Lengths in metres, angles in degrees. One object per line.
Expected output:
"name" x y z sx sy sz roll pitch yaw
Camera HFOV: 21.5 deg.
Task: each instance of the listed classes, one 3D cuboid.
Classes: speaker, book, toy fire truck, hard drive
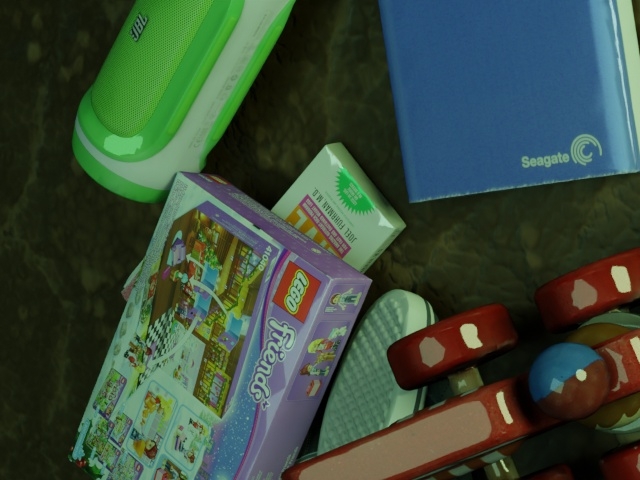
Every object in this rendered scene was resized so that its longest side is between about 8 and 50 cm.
"speaker" -0.106 -0.175 1.438 0.131 0.131 0.296 47 124 24
"book" 0.000 0.000 1.443 0.096 0.035 0.144 52 123 19
"toy fire truck" 0.148 0.118 1.172 0.302 0.254 0.169 -24 82 22
"hard drive" 0.134 -0.198 1.287 0.210 0.040 0.319 -7 93 40

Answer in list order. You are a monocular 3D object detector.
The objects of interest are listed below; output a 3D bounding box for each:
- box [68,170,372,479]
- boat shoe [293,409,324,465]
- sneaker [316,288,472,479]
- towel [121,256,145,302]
"box" -0.093 0.115 1.450 0.201 0.057 0.293 35 110 36
"boat shoe" -0.067 0.217 1.508 0.228 0.080 0.076 -36 63 39
"sneaker" 0.067 0.207 1.372 0.126 0.127 0.321 -9 66 64
"towel" -0.093 0.079 1.537 0.144 0.029 0.197 -44 72 36
